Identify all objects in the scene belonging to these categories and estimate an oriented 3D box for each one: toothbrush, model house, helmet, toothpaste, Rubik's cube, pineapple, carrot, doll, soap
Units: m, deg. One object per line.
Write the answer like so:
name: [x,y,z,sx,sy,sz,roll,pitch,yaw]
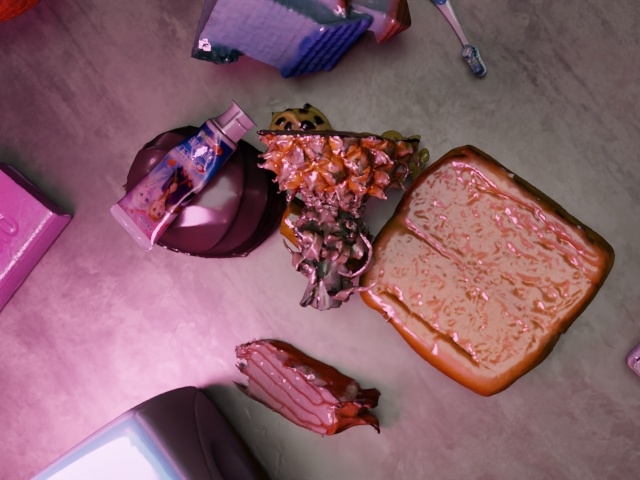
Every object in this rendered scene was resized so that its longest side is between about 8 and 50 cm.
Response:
toothbrush: [0.196,-0.454,1.410,0.040,0.040,0.386,-26,79,5]
model house: [-0.013,-0.428,1.361,0.330,0.251,0.294,16,63,-13]
helmet: [-0.219,-0.086,1.361,0.306,0.177,0.224,9,89,7]
toothpaste: [-0.211,-0.106,1.251,0.266,0.061,0.096,-44,76,5]
Rubik's cube: [-0.266,0.461,1.233,0.352,0.347,0.352,-35,82,4]
pineapple: [0.022,-0.031,1.233,0.263,0.262,0.271,5,99,8]
carrot: [0.000,0.000,1.370,0.173,0.082,0.082,35,91,8]
doll: [0.042,-0.164,1.376,0.291,0.086,0.117,16,77,11]
soap: [-0.601,0.001,1.451,0.181,0.081,0.259,39,91,9]

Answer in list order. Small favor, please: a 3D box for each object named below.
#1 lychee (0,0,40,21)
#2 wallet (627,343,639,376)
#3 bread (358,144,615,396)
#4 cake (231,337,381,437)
lychee: [-0.604,-0.503,1.427,0.255,0.300,0.255,3,118,6]
wallet: [0.632,0.162,1.275,0.176,0.075,0.250,45,91,5]
bread: [0.254,0.051,1.302,0.337,0.148,0.328,36,96,13]
cake: [-0.032,0.248,1.345,0.287,0.135,0.098,20,102,18]
